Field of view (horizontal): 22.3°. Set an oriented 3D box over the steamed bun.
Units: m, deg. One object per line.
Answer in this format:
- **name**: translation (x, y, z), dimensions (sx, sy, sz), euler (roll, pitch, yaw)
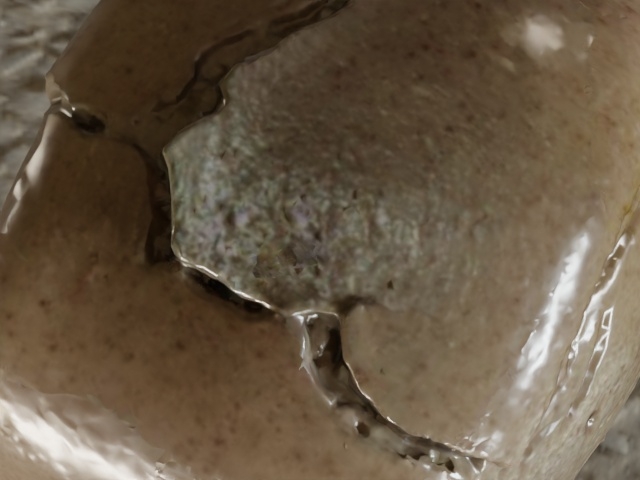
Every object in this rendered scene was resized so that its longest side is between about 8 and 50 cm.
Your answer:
- **steamed bun**: translation (0.000, 0.000, 0.634), dimensions (0.251, 0.199, 0.301), euler (26, 89, 23)
